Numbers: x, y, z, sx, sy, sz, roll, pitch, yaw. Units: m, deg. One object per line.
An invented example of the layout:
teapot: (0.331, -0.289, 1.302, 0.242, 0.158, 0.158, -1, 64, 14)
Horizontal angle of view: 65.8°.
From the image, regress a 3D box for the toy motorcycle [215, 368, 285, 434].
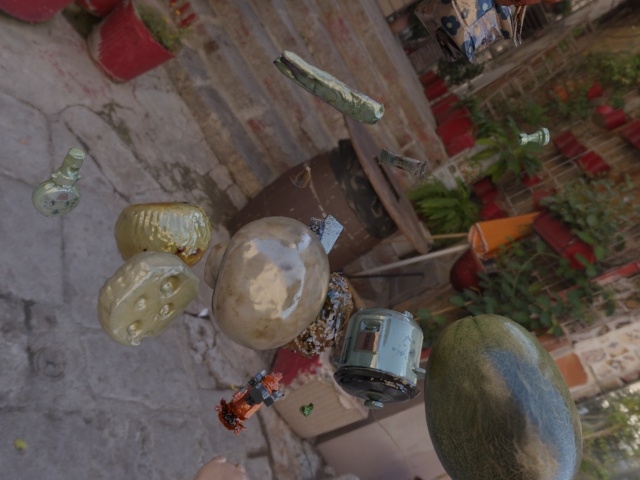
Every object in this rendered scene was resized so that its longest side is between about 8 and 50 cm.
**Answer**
toy motorcycle: (-0.263, 0.592, 1.832, 0.147, 0.325, 0.221, 48, 41, 7)

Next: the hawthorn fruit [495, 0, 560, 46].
hawthorn fruit: (0.361, -0.486, 0.833, 0.211, 0.212, 0.298, -88, -176, -60)

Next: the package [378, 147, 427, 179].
package: (0.164, -0.156, 0.995, 0.110, 0.037, 0.015, 27, 26, 35)

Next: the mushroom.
mushroom: (-0.138, 0.080, 1.092, 0.290, 0.297, 0.297, 21, -7, 32)

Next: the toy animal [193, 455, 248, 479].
toy animal: (-0.319, 0.825, 1.581, 0.221, 0.210, 0.229, 101, 5, -57)

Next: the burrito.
burrito: (0.024, -0.380, 1.240, 0.309, 0.066, 0.096, 25, -3, -20)

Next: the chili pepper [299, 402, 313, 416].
chili pepper: (-0.040, 0.529, 1.545, 0.034, 0.030, 0.091, 58, 9, 21)

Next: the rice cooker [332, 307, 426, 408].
rice cooker: (0.183, 0.373, 1.541, 0.264, 0.317, 0.316, 59, 13, -51)

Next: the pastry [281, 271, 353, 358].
pastry: (-0.034, 0.170, 1.295, 0.274, 0.275, 0.193, 67, -24, 17)

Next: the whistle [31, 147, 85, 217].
whistle: (-0.731, -0.157, 1.396, 0.126, 0.258, 0.067, -5, 55, -52)

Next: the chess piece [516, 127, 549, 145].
chess piece: (0.794, -0.385, 1.856, 0.067, 0.103, 0.067, 173, -90, -88)

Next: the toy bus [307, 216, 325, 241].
toy bus: (-0.026, 0.012, 1.575, 0.065, 0.047, 0.165, 60, 44, -70)

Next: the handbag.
handbag: (0.387, -0.592, 1.325, 0.193, 0.190, 0.251, 58, 7, -20)

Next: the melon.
melon: (0.307, 0.293, 0.866, 0.249, 0.249, 0.329, 33, 43, -59)

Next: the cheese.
cheese: (-0.525, 0.177, 1.526, 0.115, 0.317, 0.326, 37, 30, 29)

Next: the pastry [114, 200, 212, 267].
pastry: (-0.650, -0.006, 2.060, 0.388, 0.389, 0.312, -28, 121, -74)

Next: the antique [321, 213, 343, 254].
antique: (0.000, 0.000, 1.725, 0.081, 0.080, 0.221, 44, 34, -7)

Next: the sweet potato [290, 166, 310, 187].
sweet potato: (-0.088, -0.270, 2.193, 0.078, 0.058, 0.255, 65, -15, -6)
